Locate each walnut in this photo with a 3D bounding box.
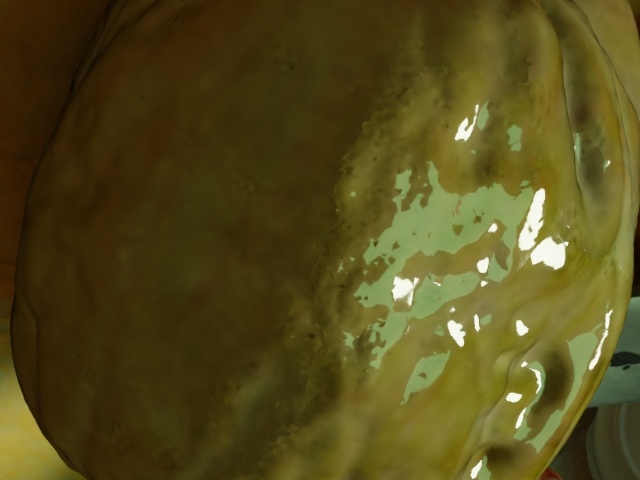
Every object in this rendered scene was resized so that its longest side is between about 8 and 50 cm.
[{"bbox_3d":[0.003,0.002,0.862,0.306,0.306,0.344,-2,127,-44],"label":"walnut"}]

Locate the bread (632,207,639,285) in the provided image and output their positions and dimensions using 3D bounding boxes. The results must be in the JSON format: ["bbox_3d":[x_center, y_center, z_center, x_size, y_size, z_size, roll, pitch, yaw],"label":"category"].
[{"bbox_3d":[0.308,-0.092,1.168,0.195,0.149,0.344,29,111,-38],"label":"bread"}]

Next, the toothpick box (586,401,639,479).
[{"bbox_3d":[0.334,0.216,1.427,0.229,0.229,0.316,-39,142,-15],"label":"toothpick box"}]

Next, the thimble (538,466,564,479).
[{"bbox_3d":[0.014,0.258,1.116,0.350,0.230,0.350,-28,137,-29],"label":"thimble"}]

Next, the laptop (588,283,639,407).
[{"bbox_3d":[0.195,0.070,1.163,0.187,0.269,0.015,37,49,-52],"label":"laptop"}]
